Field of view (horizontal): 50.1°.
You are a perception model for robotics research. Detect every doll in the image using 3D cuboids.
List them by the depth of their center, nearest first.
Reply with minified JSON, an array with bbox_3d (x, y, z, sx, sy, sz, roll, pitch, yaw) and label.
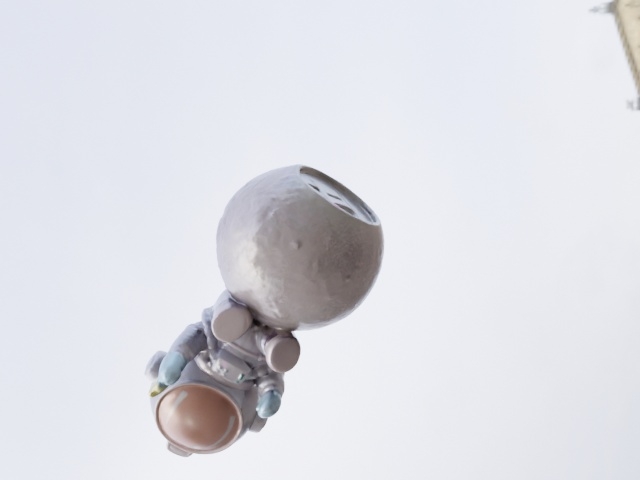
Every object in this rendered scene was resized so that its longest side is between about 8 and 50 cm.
[{"bbox_3d":[-0.062,0.073,0.607,0.151,0.151,0.287,12,-63,-50],"label":"doll"}]
